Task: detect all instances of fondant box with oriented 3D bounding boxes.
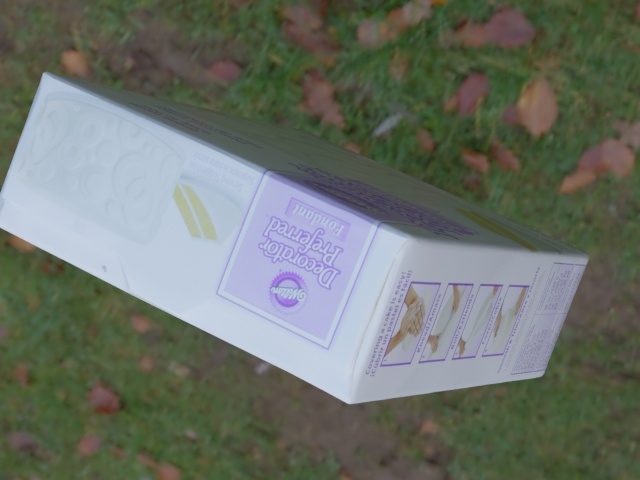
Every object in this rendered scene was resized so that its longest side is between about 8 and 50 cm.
[{"bbox_3d":[0.000,0.000,0.951,0.238,0.330,0.096,25,99,24],"label":"fondant box"}]
